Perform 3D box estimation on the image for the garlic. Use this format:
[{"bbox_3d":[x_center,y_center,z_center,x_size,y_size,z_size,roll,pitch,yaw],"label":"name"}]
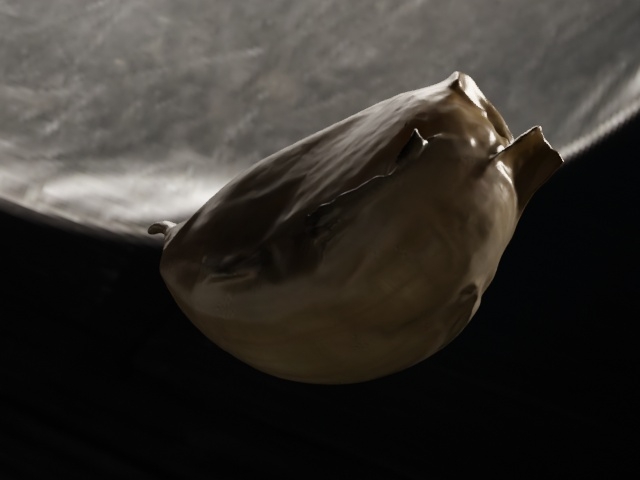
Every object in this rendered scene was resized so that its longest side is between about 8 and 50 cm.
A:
[{"bbox_3d":[0.004,0.006,0.454,0.066,0.152,0.084,49,33,-20],"label":"garlic"}]
